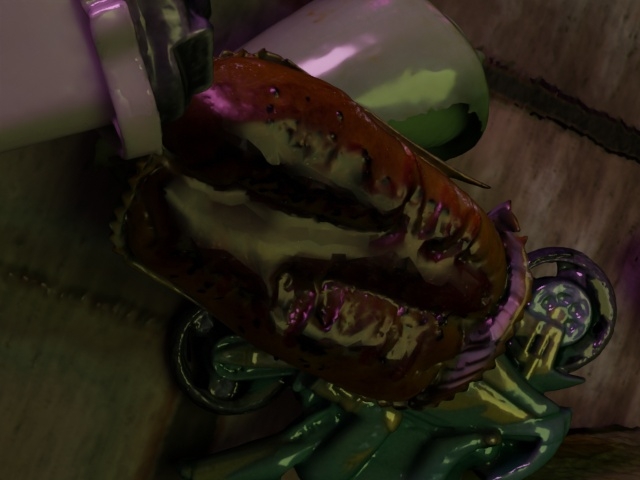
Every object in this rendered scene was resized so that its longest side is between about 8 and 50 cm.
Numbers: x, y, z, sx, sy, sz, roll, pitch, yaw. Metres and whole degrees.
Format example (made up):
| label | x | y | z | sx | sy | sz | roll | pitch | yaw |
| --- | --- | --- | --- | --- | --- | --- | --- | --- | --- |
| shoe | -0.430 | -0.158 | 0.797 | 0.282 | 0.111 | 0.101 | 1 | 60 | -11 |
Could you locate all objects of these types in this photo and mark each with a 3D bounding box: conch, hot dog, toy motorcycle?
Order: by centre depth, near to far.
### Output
| label | x | y | z | sx | sy | sz | roll | pitch | yaw |
| --- | --- | --- | --- | --- | --- | --- | --- | --- | --- |
| hot dog | 0.000 | 0.000 | 1.094 | 0.270 | 0.082 | 0.162 | 31 | 105 | -20 |
| conch | -0.006 | -0.065 | 1.174 | 0.251 | 0.137 | 0.143 | -37 | 164 | -8 |
| toy motorcycle | 0.049 | 0.105 | 1.224 | 0.297 | 0.109 | 0.198 | -1 | 94 | -5 |

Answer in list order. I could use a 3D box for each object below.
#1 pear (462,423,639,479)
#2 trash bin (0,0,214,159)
| label | x | y | z | sx | sy | sz | roll | pitch | yaw |
| --- | --- | --- | --- | --- | --- | --- | --- | --- | --- |
| pear | 0.184 | 0.282 | 1.358 | 0.286 | 0.176 | 0.281 | 2 | 101 | -35 |
| trash bin | -0.265 | -0.153 | 0.877 | 0.368 | 0.256 | 0.296 | -20 | 114 | -12 |
